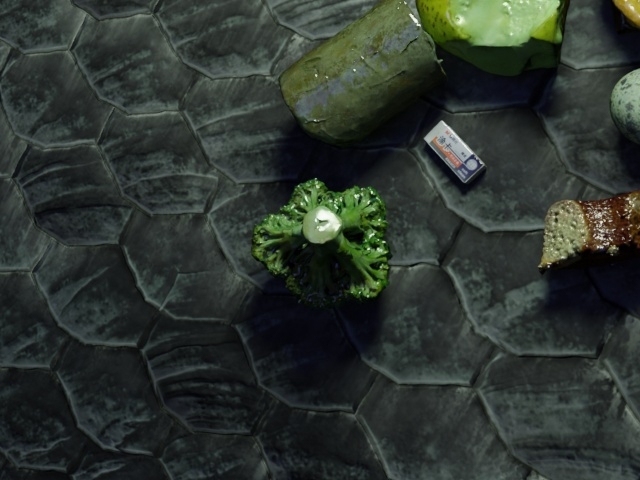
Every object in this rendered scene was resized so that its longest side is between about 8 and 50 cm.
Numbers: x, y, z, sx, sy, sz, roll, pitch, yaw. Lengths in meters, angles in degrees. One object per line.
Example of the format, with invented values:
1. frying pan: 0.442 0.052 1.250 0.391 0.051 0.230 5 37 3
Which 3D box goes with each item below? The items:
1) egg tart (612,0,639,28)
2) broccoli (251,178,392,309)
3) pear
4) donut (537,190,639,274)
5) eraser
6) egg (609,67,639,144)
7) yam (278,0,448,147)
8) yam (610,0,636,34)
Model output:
1. egg tart: 0.625 -0.477 1.430 0.342 0.129 0.340 -2 84 17
2. broccoli: 0.000 0.000 1.592 0.269 0.269 0.253 -15 75 21
3. pear: 0.310 -0.450 1.537 0.282 0.176 0.286 11 91 22
4. donut: 0.484 -0.011 1.486 0.187 0.144 0.126 -15 74 51
5. eraser: 0.254 -0.166 1.623 0.052 0.029 0.122 -44 73 14
6. egg: 0.572 -0.218 1.445 0.172 0.132 0.132 31 99 8
7. yam: 0.078 -0.306 1.618 0.300 0.195 0.195 -33 76 17
8. yam: 0.517 -0.527 1.527 0.045 0.045 0.326 -6 86 -20
